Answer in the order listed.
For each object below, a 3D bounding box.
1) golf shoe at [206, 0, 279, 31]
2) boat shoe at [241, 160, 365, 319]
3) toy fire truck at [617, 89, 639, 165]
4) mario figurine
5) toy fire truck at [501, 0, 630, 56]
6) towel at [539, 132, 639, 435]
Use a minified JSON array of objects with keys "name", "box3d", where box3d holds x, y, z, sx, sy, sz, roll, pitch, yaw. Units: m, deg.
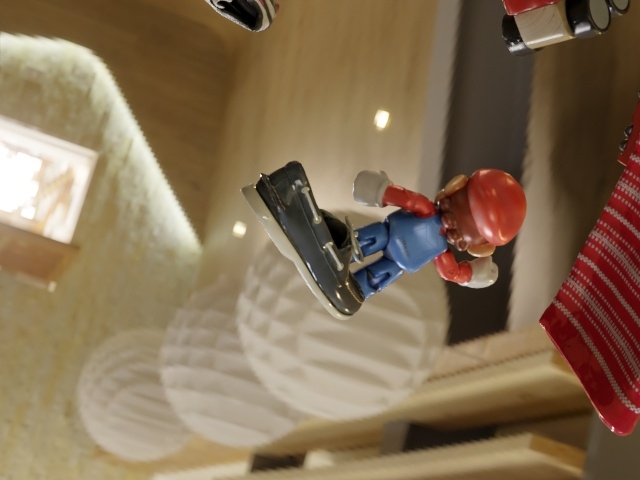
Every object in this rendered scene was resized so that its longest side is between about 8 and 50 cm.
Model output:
[{"name":"golf shoe","box3d":[-0.139,-0.358,1.890,0.067,0.186,0.086,-50,-172,29]},{"name":"boat shoe","box3d":[0.000,0.000,1.529,0.079,0.254,0.095,-33,-136,4]},{"name":"toy fire truck","box3d":[0.533,-0.150,2.129,0.047,0.135,0.192,43,-59,54]},{"name":"mario figurine","box3d":[0.151,-0.012,2.037,0.198,0.320,0.170,69,-1,-52]},{"name":"toy fire truck","box3d":[0.258,-0.367,1.638,0.158,0.246,0.217,-10,-158,41]},{"name":"towel","box3d":[0.306,0.025,1.308,0.199,0.031,0.275,-113,-140,-54]}]
